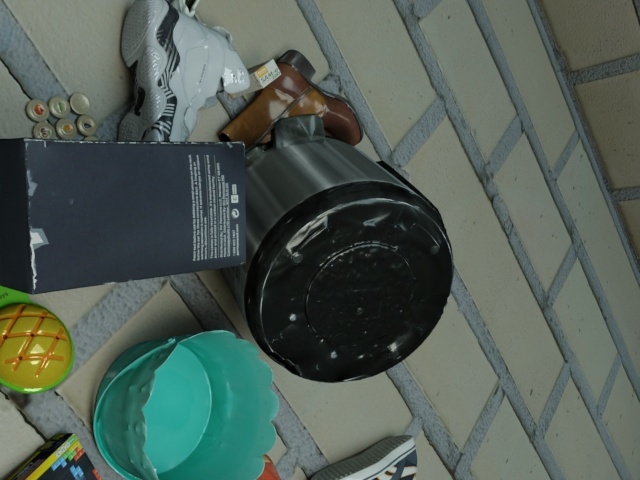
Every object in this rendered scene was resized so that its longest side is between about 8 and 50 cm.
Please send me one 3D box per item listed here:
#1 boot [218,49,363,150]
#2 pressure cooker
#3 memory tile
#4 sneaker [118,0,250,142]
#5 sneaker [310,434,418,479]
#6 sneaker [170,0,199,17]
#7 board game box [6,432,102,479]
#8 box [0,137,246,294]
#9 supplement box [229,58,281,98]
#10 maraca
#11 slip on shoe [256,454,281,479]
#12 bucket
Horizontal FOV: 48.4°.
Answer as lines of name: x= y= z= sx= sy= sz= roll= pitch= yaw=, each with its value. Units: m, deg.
boot: x=-0.049 y=-0.219 z=1.481 sx=0.264 sy=0.096 sz=0.280 roll=49 pitch=55 yaw=-30
pressure cooker: x=-0.006 y=0.000 z=1.281 sx=0.376 sy=0.420 sz=0.370 roll=33 pitch=98 yaw=-31
memory tile: x=-0.412 y=-0.164 z=1.166 sx=0.113 sy=0.012 sz=0.148 roll=-21 pitch=100 yaw=-45
sneaker: x=-0.235 y=-0.240 z=1.263 sx=0.210 sy=0.137 sz=0.365 roll=5 pitch=79 yaw=-42
sneaker: x=0.112 y=0.525 z=1.538 sx=0.321 sy=0.126 sz=0.127 roll=-7 pitch=85 yaw=-47
sneaker: x=-0.245 y=-0.473 z=1.336 sx=0.054 sy=0.061 sz=0.152 roll=18 pitch=72 yaw=-41
board game box: x=-0.406 y=0.397 z=1.061 sx=0.170 sy=0.048 sz=0.141 roll=-47 pitch=118 yaw=-51
box: x=-0.330 y=-0.050 z=0.992 sx=0.313 sy=0.343 sz=0.178 roll=-6 pitch=98 yaw=-45
supplement box: x=-0.134 y=-0.317 z=1.402 sx=0.062 sy=0.098 sz=0.036 roll=-47 pitch=118 yaw=-37
maraca: x=-0.444 y=0.140 z=1.046 sx=0.185 sy=0.099 sz=0.127 roll=52 pitch=45 yaw=5
slip on shoe: x=-0.069 y=0.547 z=1.366 sx=0.101 sy=0.123 sz=0.331 roll=-43 pitch=111 yaw=-44
bucket: x=-0.226 y=0.286 z=1.184 sx=0.281 sy=0.183 sz=0.281 roll=7 pitch=80 yaw=-44
